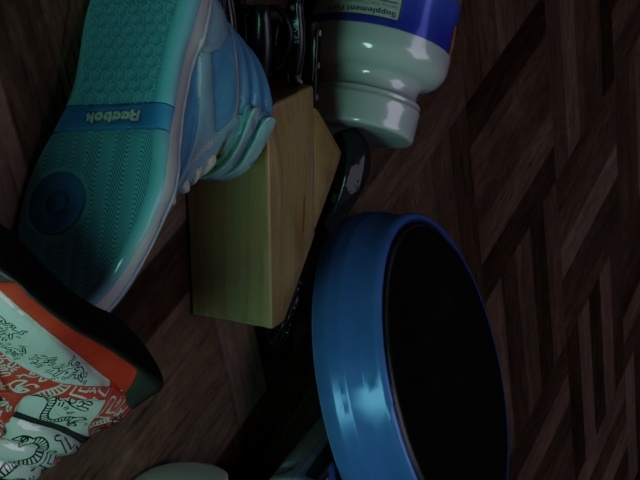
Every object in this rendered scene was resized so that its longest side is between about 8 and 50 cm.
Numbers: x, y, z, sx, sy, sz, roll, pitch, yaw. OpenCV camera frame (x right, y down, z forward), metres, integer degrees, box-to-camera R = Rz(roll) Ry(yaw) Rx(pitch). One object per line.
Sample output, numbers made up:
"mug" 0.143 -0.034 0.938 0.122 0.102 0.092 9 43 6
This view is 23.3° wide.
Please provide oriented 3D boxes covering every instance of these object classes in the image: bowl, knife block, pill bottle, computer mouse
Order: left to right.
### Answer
"knife block" -0.073 -0.090 1.418 0.242 0.088 0.275 55 49 -56
"computer mouse" 0.000 0.000 1.571 0.041 0.071 0.242 12 111 -29
"pill bottle" 0.068 -0.239 1.597 0.152 0.152 0.272 28 72 -64
"bowl" 0.111 0.155 1.703 0.391 0.077 0.391 42 42 -53

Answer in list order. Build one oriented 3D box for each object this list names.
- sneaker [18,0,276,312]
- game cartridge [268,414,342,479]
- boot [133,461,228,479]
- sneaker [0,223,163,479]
"sneaker" -0.124 -0.059 1.273 0.208 0.127 0.319 43 60 -59
"game cartridge" 0.008 0.314 1.627 0.355 0.068 0.230 -41 134 -70
"boot" -0.154 0.265 1.396 0.190 0.069 0.086 -19 122 -54
"sneaker" -0.230 0.083 1.074 0.145 0.090 0.270 -38 144 3
